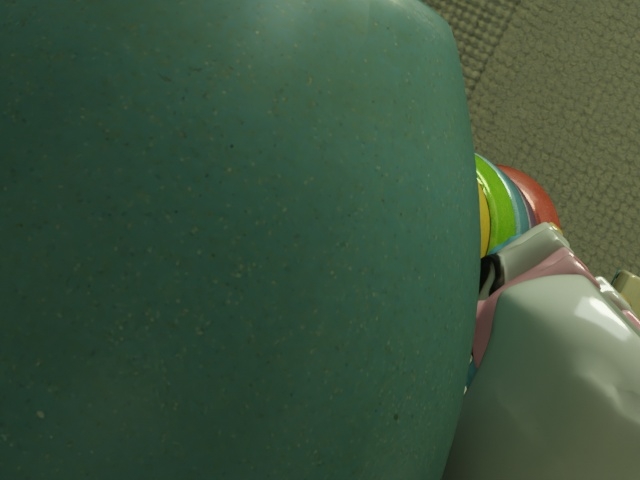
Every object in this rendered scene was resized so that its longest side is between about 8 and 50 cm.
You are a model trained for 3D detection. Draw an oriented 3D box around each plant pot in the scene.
[{"bbox_3d":[-0.053,-0.024,0.502,0.290,0.195,0.290,27,6,-3],"label":"plant pot"}]

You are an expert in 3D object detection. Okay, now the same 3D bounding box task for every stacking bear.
[{"bbox_3d":[0.072,-0.003,1.075,0.175,0.164,0.289,31,12,31],"label":"stacking bear"}]

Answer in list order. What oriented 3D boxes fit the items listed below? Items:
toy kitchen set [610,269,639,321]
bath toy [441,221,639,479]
[{"bbox_3d":[0.234,0.052,1.397,0.207,0.122,0.166,27,6,-7],"label":"toy kitchen set"},{"bbox_3d":[0.116,0.083,0.674,0.151,0.129,0.348,47,8,3],"label":"bath toy"}]
